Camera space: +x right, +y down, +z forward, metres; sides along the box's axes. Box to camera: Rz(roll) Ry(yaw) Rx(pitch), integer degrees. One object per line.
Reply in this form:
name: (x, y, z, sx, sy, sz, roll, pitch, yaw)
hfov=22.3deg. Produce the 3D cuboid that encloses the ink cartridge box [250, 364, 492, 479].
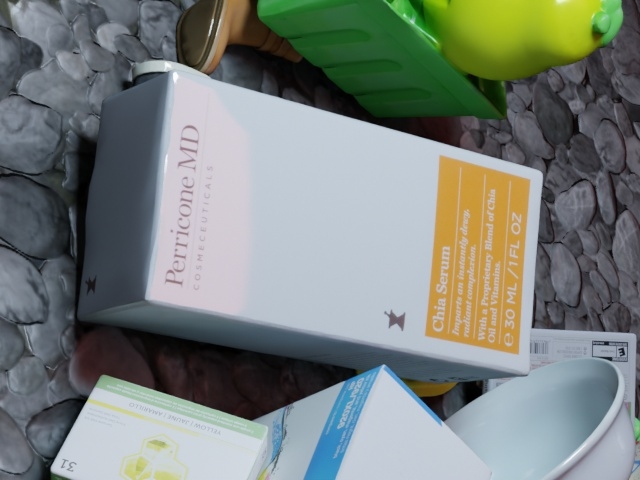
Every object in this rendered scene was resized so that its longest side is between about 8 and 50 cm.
ink cartridge box: (0.010, 0.261, 1.552, 0.171, 0.232, 0.168, 45, 43, -20)

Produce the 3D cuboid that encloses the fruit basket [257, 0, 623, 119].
fruit basket: (0.151, -0.294, 1.821, 0.392, 0.392, 0.283, 18, 59, -40)

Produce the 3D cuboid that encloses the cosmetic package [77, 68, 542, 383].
cosmetic package: (0.000, 0.000, 1.641, 0.453, 0.161, 0.230, 12, 76, -31)

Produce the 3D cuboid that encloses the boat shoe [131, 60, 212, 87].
boat shoe: (-0.103, -0.122, 1.743, 0.233, 0.084, 0.079, 16, 65, -34)

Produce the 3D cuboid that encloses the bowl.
bowl: (0.223, 0.262, 1.724, 0.134, 0.298, 0.298, 56, 42, -12)

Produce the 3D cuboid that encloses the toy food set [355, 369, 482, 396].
toy food set: (0.107, 0.112, 1.859, 0.218, 0.071, 0.128, 4, 92, -43)

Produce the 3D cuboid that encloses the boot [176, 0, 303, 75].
boot: (-0.079, -0.238, 1.832, 0.152, 0.073, 0.197, 35, 54, -37)

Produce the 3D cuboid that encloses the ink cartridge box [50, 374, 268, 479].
ink cartridge box: (-0.165, 0.244, 1.449, 0.171, 0.056, 0.235, 17, 47, 9)

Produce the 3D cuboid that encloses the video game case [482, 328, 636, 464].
video game case: (0.283, 0.202, 1.916, 0.212, 0.023, 0.193, 4, 85, -28)

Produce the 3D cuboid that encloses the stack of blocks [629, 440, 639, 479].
stack of blocks: (0.289, 0.342, 1.784, 0.297, 0.171, 0.087, -39, 101, -29)

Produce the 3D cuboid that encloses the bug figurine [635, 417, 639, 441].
bug figurine: (0.441, 0.318, 2.086, 0.216, 0.072, 0.279, 23, 56, -37)
